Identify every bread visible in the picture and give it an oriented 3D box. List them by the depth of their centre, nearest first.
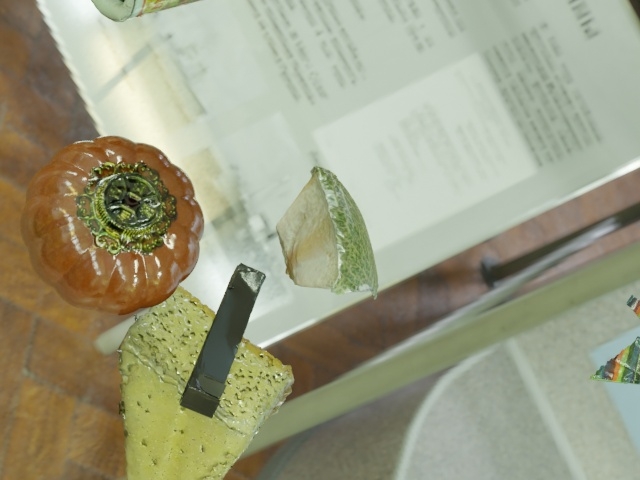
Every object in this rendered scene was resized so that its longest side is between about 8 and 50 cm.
[{"bbox_3d":[-0.225,0.251,1.759,0.279,0.315,0.248,46,23,-7],"label":"bread"}]

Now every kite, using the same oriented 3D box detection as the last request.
[{"bbox_3d":[0.228,0.065,0.826,0.122,0.004,0.090,-45,122,-15],"label":"kite"}]

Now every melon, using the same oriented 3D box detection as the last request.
[{"bbox_3d":[0.003,-0.004,1.210,0.202,0.093,0.139,-87,168,-84],"label":"melon"}]

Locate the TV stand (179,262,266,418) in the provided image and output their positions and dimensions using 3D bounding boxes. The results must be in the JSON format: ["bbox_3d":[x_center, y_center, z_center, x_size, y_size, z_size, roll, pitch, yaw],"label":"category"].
[{"bbox_3d":[-0.128,0.129,1.659,0.049,0.040,0.256,24,40,-5],"label":"TV stand"}]

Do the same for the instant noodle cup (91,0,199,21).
[{"bbox_3d":[-0.141,-0.321,1.251,0.212,0.193,0.193,-29,91,-29],"label":"instant noodle cup"}]

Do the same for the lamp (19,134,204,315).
[{"bbox_3d":[-0.251,-0.019,1.489,0.223,0.196,0.223,7,72,-21],"label":"lamp"}]
